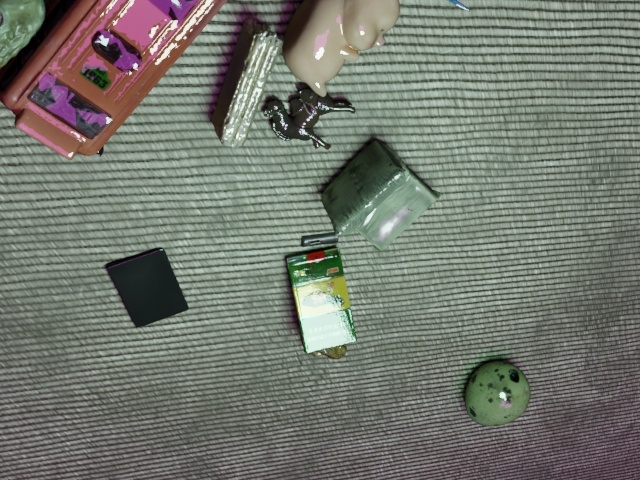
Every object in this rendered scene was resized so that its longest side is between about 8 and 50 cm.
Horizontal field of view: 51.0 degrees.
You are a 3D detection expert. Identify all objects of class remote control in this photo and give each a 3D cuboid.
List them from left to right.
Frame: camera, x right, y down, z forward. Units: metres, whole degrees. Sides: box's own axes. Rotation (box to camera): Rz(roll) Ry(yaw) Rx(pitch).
[{"bbox_3d":[0.000,0.000,1.593,0.091,0.016,0.034,-8,121,-14],"label":"remote control"}]

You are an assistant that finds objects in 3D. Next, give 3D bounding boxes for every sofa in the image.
[{"bbox_3d":[0.145,-0.076,1.490,0.210,0.176,0.225,-43,125,12],"label":"sofa"}]

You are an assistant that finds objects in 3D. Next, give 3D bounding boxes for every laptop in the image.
[{"bbox_3d":[-0.393,0.109,1.539,0.135,0.016,0.197,-18,128,-7],"label":"laptop"}]

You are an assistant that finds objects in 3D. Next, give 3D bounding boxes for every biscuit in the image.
[{"bbox_3d":[-0.142,-0.299,1.282,0.062,0.108,0.238,10,119,-27],"label":"biscuit"}]

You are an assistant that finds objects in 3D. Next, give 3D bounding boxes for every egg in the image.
[{"bbox_3d":[0.516,0.460,1.984,0.177,0.177,0.228,8,131,-23],"label":"egg"}]

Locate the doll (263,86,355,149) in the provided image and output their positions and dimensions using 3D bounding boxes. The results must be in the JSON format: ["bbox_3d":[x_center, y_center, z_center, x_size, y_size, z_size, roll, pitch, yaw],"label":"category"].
[{"bbox_3d":[-0.031,-0.258,1.385,0.165,0.057,0.139,24,116,-25],"label":"doll"}]

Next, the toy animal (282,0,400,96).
[{"bbox_3d":[0.036,-0.401,1.249,0.250,0.166,0.154,-39,118,14],"label":"toy animal"}]

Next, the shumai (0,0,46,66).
[{"bbox_3d":[-0.555,-0.361,0.966,0.261,0.225,0.222,9,153,8],"label":"shumai"}]

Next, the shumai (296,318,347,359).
[{"bbox_3d":[-0.001,0.259,1.697,0.139,0.123,0.105,15,114,6],"label":"shumai"}]

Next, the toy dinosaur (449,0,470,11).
[{"bbox_3d":[0.172,-0.555,1.238,0.144,0.076,0.329,-24,117,-2],"label":"toy dinosaur"}]

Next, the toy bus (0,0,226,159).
[{"bbox_3d":[-0.343,-0.339,1.111,0.427,0.233,0.203,-45,125,13],"label":"toy bus"}]

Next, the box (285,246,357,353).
[{"bbox_3d":[0.003,0.143,1.610,0.132,0.034,0.235,-12,94,-10],"label":"box"}]
